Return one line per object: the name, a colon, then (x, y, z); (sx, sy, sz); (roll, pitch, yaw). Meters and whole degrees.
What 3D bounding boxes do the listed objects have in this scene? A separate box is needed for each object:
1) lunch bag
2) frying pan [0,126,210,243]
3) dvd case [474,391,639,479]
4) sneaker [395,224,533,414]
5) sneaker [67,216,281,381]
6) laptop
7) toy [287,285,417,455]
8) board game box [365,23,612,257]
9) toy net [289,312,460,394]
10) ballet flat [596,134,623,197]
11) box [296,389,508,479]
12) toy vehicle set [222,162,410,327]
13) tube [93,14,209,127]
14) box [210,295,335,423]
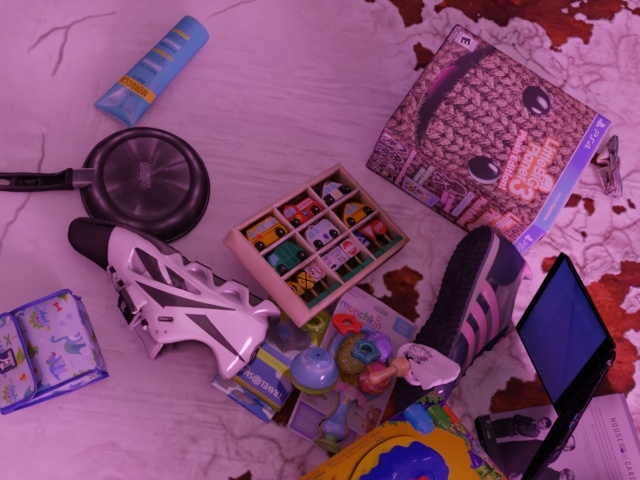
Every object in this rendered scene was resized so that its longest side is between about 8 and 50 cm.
lunch bag: (-0.386, 0.153, 1.408); (0.151, 0.096, 0.129); (-21, 77, -2)
frying pan: (-0.321, -0.112, 1.542); (0.326, 0.053, 0.197); (23, 66, -5)
dvd case: (0.361, 0.327, 1.508); (0.238, 0.029, 0.179); (-6, 66, -13)
sneaker: (0.224, 0.143, 1.520); (0.131, 0.112, 0.319); (34, 75, -24)
sneaker: (-0.233, 0.082, 1.434); (0.330, 0.122, 0.146); (27, 74, 12)
laptop: (0.297, 0.194, 1.414); (0.136, 0.234, 0.264); (33, 59, 13)
toy: (0.059, 0.192, 1.475); (0.137, 0.056, 0.237); (33, 69, -21)
board game box: (0.261, -0.151, 1.612); (0.291, 0.141, 0.232); (33, 68, 3)
toy net: (0.075, 0.164, 1.427); (0.232, 0.045, 0.122); (8, 40, -4)
ballet flat: (0.477, -0.124, 1.700); (0.041, 0.041, 0.114); (5, 68, -9)
box: (0.111, 0.404, 1.322); (0.290, 0.177, 0.279); (-31, 63, -18)
toy vehicle set: (0.000, 0.000, 1.504); (0.166, 0.035, 0.267); (47, 43, 8)
tube: (-0.259, -0.265, 1.609); (0.080, 0.052, 0.207); (29, 69, 25)
box: (-0.066, 0.161, 1.488); (0.109, 0.042, 0.178); (34, 67, 3)
